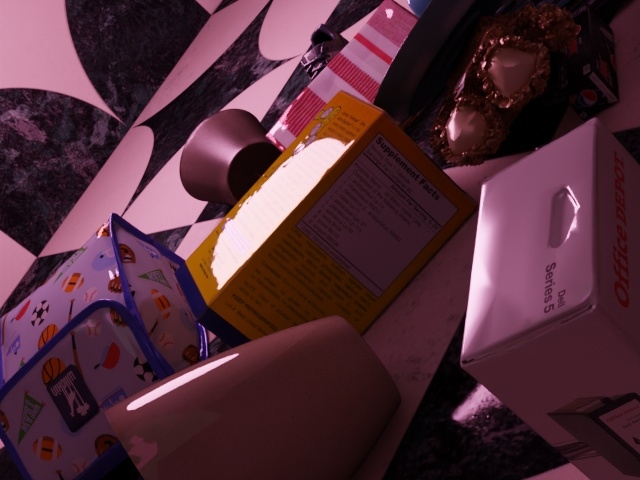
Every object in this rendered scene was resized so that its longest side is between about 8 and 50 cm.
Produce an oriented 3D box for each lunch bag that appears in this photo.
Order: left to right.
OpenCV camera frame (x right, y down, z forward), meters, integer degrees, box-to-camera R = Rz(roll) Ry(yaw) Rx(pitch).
[{"bbox_3d":[-0.365,0.200,1.677,0.328,0.239,0.385,-41,41,16],"label":"lunch bag"}]

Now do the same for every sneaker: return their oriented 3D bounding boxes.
[{"bbox_3d":[0.014,-0.294,1.886,0.111,0.121,0.300,-37,28,26],"label":"sneaker"}]

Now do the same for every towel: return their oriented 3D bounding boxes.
[{"bbox_3d":[0.069,-0.246,1.723,0.329,0.037,0.237,-47,46,4],"label":"towel"}]

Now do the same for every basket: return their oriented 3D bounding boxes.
[{"bbox_3d":[-0.150,-0.143,1.920,0.204,0.154,0.227,-52,28,-4],"label":"basket"}]

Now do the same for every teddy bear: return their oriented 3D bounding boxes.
[{"bbox_3d":[0.229,-0.194,1.278,0.245,0.113,0.338,-62,4,7],"label":"teddy bear"}]

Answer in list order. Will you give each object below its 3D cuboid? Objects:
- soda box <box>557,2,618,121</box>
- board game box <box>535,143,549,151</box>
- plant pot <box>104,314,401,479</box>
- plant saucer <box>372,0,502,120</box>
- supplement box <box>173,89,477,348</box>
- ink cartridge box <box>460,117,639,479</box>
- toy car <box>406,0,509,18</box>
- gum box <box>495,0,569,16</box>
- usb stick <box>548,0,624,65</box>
[{"bbox_3d":[0.342,-0.232,1.310,0.053,0.060,0.169,-32,29,35],"label":"soda box"},{"bbox_3d":[0.246,0.006,1.037,0.026,0.126,0.186,-22,35,46],"label":"board game box"},{"bbox_3d":[-0.053,0.215,1.141,0.274,0.256,0.256,-35,21,-12],"label":"plant pot"},{"bbox_3d":[0.184,-0.290,1.445,0.317,0.044,0.317,-51,-8,-10],"label":"plant saucer"},{"bbox_3d":[0.000,0.000,1.383,0.356,0.194,0.195,-47,24,1],"label":"supplement box"},{"bbox_3d":[0.238,0.075,0.764,0.115,0.273,0.198,-31,29,35],"label":"ink cartridge box"},{"bbox_3d":[0.231,-0.494,1.615,0.219,0.210,0.238,-42,62,37],"label":"toy car"},{"bbox_3d":[0.327,-0.359,1.497,0.157,0.041,0.184,-40,10,20],"label":"gum box"},{"bbox_3d":[0.354,-0.306,1.424,0.278,0.045,0.077,-42,18,15],"label":"usb stick"}]
